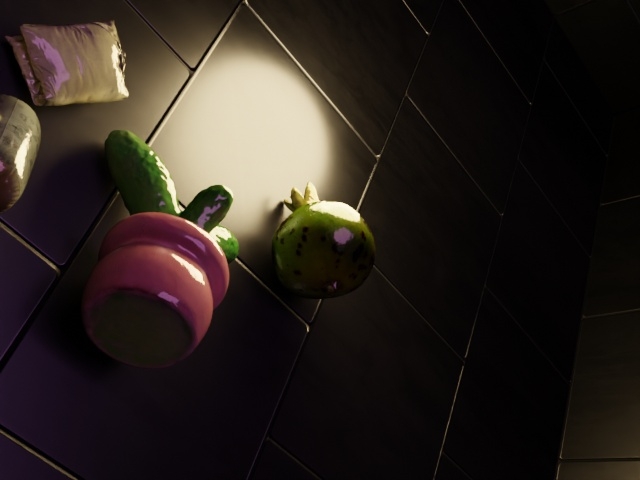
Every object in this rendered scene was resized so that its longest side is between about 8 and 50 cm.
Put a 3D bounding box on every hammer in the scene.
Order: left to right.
[{"bbox_3d":[-0.471,-0.201,1.069,0.202,0.113,0.305,-104,-175,-52],"label":"hammer"}]

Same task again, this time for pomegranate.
[{"bbox_3d":[0.000,0.000,1.579,0.211,0.211,0.263,24,38,-41],"label":"pomegranate"}]

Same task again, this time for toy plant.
[{"bbox_3d":[-0.261,0.012,1.282,0.317,0.210,0.356,46,36,-26],"label":"toy plant"}]

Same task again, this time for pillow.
[{"bbox_3d":[-0.407,-0.288,1.305,0.181,0.078,0.134,-17,91,-47],"label":"pillow"}]
